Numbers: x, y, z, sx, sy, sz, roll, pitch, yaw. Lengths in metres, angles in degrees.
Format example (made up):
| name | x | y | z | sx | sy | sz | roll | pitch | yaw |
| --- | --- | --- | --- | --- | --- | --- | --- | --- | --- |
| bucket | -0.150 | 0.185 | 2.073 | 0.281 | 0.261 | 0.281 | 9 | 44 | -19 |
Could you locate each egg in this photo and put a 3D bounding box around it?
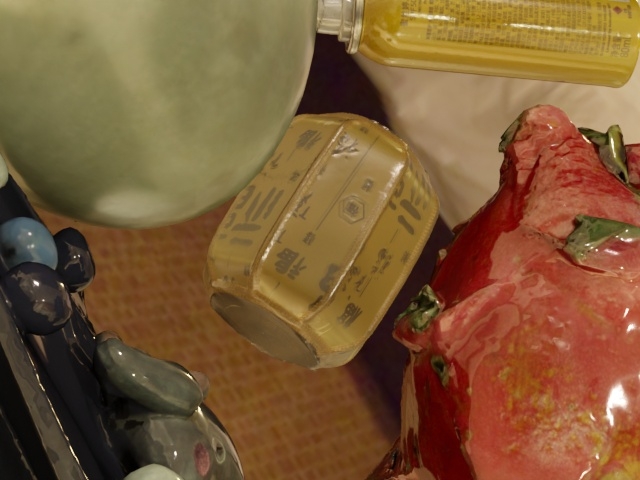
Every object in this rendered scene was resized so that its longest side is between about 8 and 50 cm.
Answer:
| name | x | y | z | sx | sy | sz | roll | pitch | yaw |
| --- | --- | --- | --- | --- | --- | --- | --- | --- | --- |
| egg | -0.133 | -0.167 | 0.758 | 0.258 | 0.258 | 0.352 | -77 | 158 | -57 |

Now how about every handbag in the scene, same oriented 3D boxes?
| name | x | y | z | sx | sy | sz | roll | pitch | yaw |
| --- | --- | --- | --- | --- | --- | --- | --- | --- | --- |
| handbag | -0.117 | 0.094 | 0.649 | 0.326 | 0.118 | 0.269 | 57 | -1 | 31 |

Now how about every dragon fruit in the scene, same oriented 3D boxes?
| name | x | y | z | sx | sy | sz | roll | pitch | yaw |
| --- | --- | --- | --- | --- | --- | --- | --- | --- | --- |
| dragon fruit | 0.117 | 0.080 | 0.625 | 0.269 | 0.198 | 0.200 | 80 | 12 | -55 |

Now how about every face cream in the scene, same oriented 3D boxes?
| name | x | y | z | sx | sy | sz | roll | pitch | yaw |
| --- | --- | --- | --- | --- | --- | --- | --- | --- | --- |
| face cream | 0.167 | -0.233 | 1.471 | 0.348 | 0.105 | 0.105 | 5 | 41 | -6 |

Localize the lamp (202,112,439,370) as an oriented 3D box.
| name | x | y | z | sx | sy | sz | roll | pitch | yaw |
| --- | --- | --- | --- | --- | --- | --- | --- | --- | --- |
| lamp | 0.000 | 0.000 | 1.079 | 0.161 | 0.161 | 0.185 | 42 | 65 | -21 |
